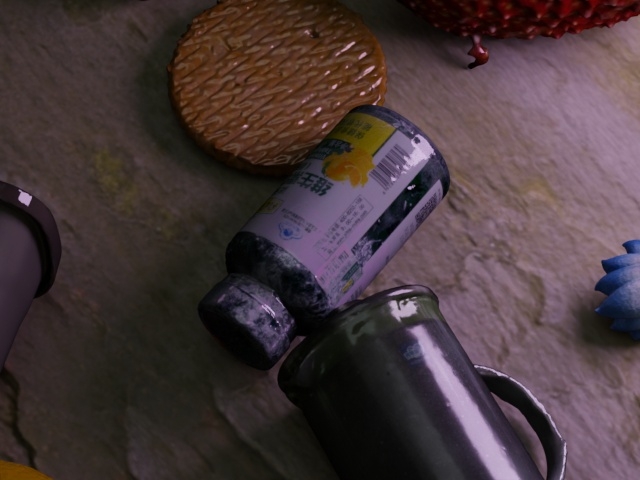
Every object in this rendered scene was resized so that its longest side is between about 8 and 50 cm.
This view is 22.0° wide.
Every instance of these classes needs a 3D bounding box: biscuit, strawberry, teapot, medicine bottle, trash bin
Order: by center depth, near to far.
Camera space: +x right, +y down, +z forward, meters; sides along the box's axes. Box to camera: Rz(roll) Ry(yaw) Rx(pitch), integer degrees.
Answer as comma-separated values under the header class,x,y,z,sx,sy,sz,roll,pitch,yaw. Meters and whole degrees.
class,x,y,z,sx,sy,sz,roll,pitch,yaw
teapot,0.125,0.202,1.624,0.270,0.200,0.337,-13,60,-36
trash bin,-0.401,0.074,1.645,0.220,0.219,0.250,13,71,7
medicine bottle,0.000,0.000,1.731,0.141,0.141,0.293,35,68,14
strawberry,0.248,-0.331,1.864,0.343,0.292,0.292,-32,67,10
biscuit,-0.049,-0.182,1.876,0.254,0.035,0.254,1,63,-2

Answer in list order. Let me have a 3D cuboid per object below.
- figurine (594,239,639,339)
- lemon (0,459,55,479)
class,x,y,z,sx,sy,sz,roll,pitch,yaw
figurine,0.338,0.057,1.755,0.114,0.079,0.114,-2,99,-11
lemon,-0.316,0.300,1.550,0.257,0.188,0.188,9,64,-2
